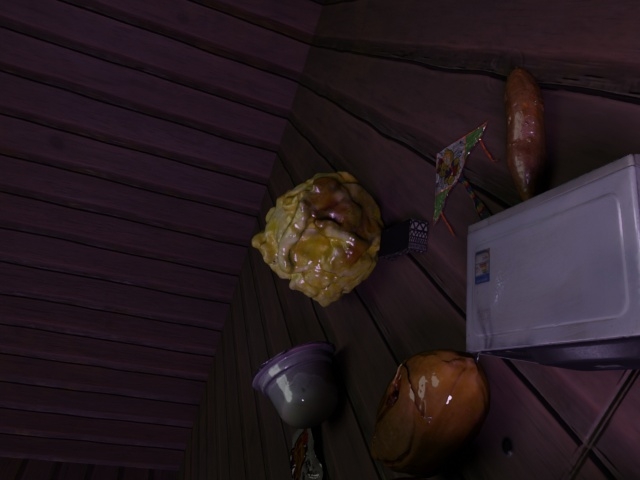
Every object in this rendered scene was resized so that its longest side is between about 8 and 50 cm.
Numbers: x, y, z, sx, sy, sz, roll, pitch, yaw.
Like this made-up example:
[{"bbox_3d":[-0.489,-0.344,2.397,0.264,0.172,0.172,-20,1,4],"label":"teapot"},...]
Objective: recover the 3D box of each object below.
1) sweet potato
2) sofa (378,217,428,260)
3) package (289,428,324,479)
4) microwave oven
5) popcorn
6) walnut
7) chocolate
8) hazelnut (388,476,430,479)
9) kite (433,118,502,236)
[{"bbox_3d":[0.268,-0.145,0.653,0.065,0.051,0.218,50,-138,-59],"label":"sweet potato"},{"bbox_3d":[0.152,0.001,0.925,0.118,0.039,0.060,151,131,-67],"label":"sofa"},{"bbox_3d":[-0.033,0.508,1.118,0.239,0.030,0.154,-101,28,-50],"label":"package"},{"bbox_3d":[0.249,0.037,0.467,0.205,0.129,0.163,146,133,-64],"label":"microwave oven"},{"bbox_3d":[0.005,-0.003,1.040,0.237,0.293,0.293,-16,60,48],"label":"popcorn"},{"bbox_3d":[0.142,0.230,0.658,0.137,0.137,0.245,-97,17,-47],"label":"walnut"},{"bbox_3d":[-0.038,0.329,1.076,0.221,0.221,0.147,-57,46,46],"label":"chocolate"},{"bbox_3d":[0.112,0.367,0.613,0.154,0.143,0.143,33,109,56],"label":"hazelnut"},{"bbox_3d":[0.233,-0.096,0.804,0.244,0.006,0.198,-104,33,-56],"label":"kite"}]
